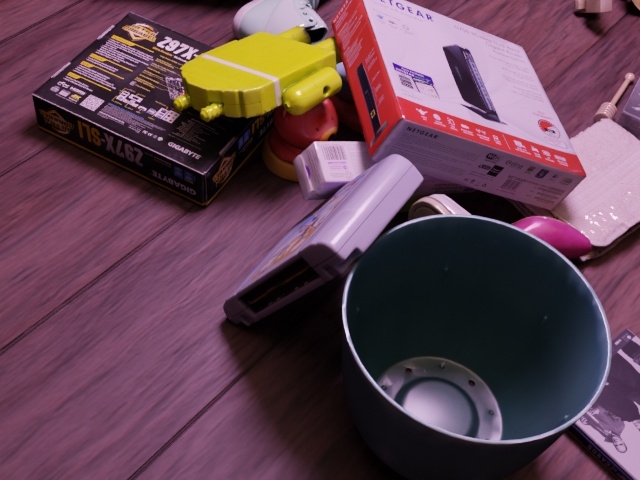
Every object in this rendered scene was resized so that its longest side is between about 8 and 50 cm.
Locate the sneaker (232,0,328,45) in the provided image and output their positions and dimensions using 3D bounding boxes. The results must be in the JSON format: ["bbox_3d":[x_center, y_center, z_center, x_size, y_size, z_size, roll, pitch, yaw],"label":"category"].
[{"bbox_3d":[-0.017,-0.410,1.523,0.151,0.094,0.256,35,65,27],"label":"sneaker"}]

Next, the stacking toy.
[{"bbox_3d":[0.085,-0.204,1.349,0.279,0.130,0.309,26,54,14],"label":"stacking toy"}]

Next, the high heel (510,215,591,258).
[{"bbox_3d":[0.265,0.024,1.218,0.243,0.082,0.117,10,51,2],"label":"high heel"}]

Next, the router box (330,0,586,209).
[{"bbox_3d":[0.199,-0.213,1.263,0.335,0.082,0.301,12,46,-29],"label":"router box"}]

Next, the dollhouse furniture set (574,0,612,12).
[{"bbox_3d":[0.554,-0.518,1.648,0.123,0.144,0.151,-9,17,-14],"label":"dollhouse furniture set"}]

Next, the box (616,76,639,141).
[{"bbox_3d":[0.636,-0.235,1.486,0.183,0.056,0.231,28,53,14],"label":"box"}]

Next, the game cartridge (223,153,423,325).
[{"bbox_3d":[0.000,0.000,1.081,0.062,0.297,0.198,43,56,-9],"label":"game cartridge"}]

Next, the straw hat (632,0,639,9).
[{"bbox_3d":[0.618,-0.520,1.702,0.144,0.145,0.061,-40,24,-31],"label":"straw hat"}]

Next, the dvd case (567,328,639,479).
[{"bbox_3d":[0.433,0.243,1.097,0.179,0.030,0.238,-31,61,-27],"label":"dvd case"}]

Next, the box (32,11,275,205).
[{"bbox_3d":[-0.248,-0.219,1.356,0.321,0.079,0.257,25,51,13],"label":"box"}]

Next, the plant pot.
[{"bbox_3d":[0.157,0.154,1.004,0.292,0.235,0.293,3,52,-4],"label":"plant pot"}]

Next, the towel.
[{"bbox_3d":[0.441,-0.089,1.352,0.282,0.049,0.187,-32,62,-28],"label":"towel"}]

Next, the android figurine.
[{"bbox_3d":[-0.092,-0.247,1.266,0.248,0.056,0.272,24,45,36],"label":"android figurine"}]

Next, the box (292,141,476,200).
[{"bbox_3d":[0.114,-0.103,1.238,0.323,0.063,0.067,-5,72,-35],"label":"box"}]

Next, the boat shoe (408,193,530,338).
[{"bbox_3d":[0.238,0.054,1.148,0.103,0.113,0.302,-36,89,-33],"label":"boat shoe"}]

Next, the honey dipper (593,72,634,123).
[{"bbox_3d":[0.524,-0.255,1.507,0.030,0.031,0.161,28,52,15],"label":"honey dipper"}]
